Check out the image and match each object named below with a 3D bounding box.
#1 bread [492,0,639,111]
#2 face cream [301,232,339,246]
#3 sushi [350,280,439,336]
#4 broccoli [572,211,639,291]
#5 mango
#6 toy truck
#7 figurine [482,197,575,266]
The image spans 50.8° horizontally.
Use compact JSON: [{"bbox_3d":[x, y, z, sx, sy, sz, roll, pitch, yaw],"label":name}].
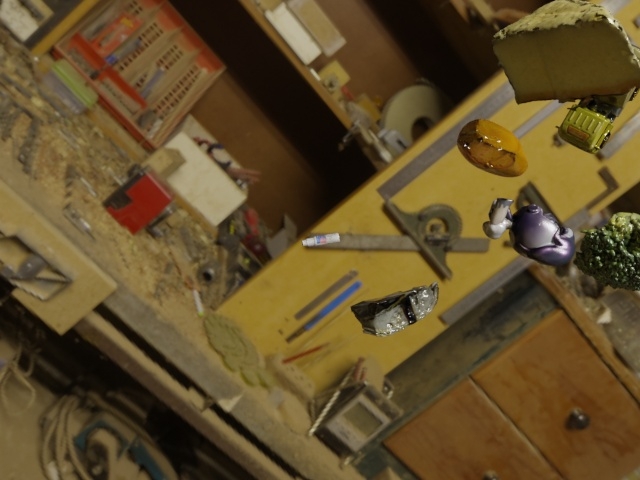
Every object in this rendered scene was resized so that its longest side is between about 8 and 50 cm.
[{"bbox_3d":[0.600,-0.436,1.663,0.248,0.279,0.315,59,18,-20],"label":"bread"},{"bbox_3d":[0.000,0.000,2.323,0.034,0.130,0.034,-9,90,-89],"label":"face cream"},{"bbox_3d":[0.239,0.201,1.942,0.134,0.273,0.109,-13,-89,62],"label":"sushi"},{"bbox_3d":[1.041,0.037,2.291,0.324,0.334,0.271,6,88,-72],"label":"broccoli"},{"bbox_3d":[0.528,-0.270,2.045,0.252,0.154,0.126,28,59,-23],"label":"mango"},{"bbox_3d":[1.022,-0.520,2.434,0.181,0.405,0.254,35,20,23],"label":"toy truck"},{"bbox_3d":[0.515,-0.017,1.651,0.222,0.145,0.145,19,6,8],"label":"figurine"}]
